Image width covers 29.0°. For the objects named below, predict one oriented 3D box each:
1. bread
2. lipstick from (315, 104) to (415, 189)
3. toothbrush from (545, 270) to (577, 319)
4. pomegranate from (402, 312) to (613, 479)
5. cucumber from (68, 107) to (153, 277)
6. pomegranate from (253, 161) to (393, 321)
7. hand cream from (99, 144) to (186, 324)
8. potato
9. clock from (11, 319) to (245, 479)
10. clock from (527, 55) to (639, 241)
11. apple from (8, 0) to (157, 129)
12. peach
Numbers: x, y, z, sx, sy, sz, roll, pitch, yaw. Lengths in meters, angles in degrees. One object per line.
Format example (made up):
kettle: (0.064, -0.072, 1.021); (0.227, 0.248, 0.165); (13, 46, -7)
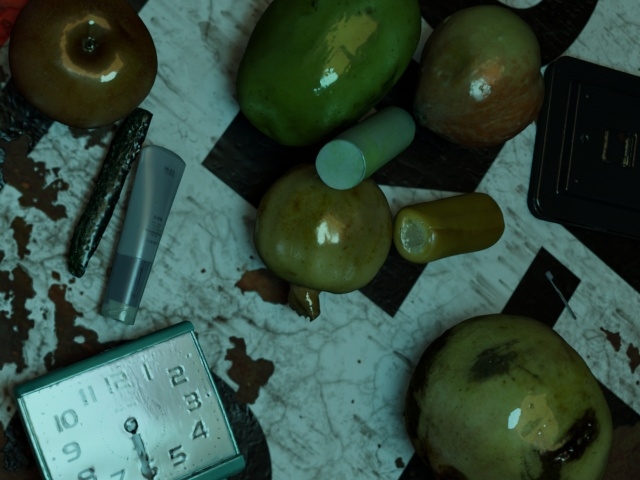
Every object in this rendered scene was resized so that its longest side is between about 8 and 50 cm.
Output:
bread: (0.201, -0.020, 1.883); (0.239, 0.074, 0.092); (-12, 97, -52)
lipstick: (0.071, -0.137, 1.780); (0.076, 0.304, 0.076); (4, 105, 16)
toothbrush: (0.399, 0.091, 2.050); (0.008, 0.006, 0.097); (-38, 103, -24)
pomegranate: (0.278, 0.263, 1.831); (0.322, 0.322, 0.322); (1, 87, -23)
cucumber: (-0.299, -0.069, 1.735); (0.044, 0.043, 0.256); (24, 79, -16)
pomegranate: (0.004, -0.016, 1.786); (0.207, 0.207, 0.207); (1, 87, -23)
hand cream: (-0.251, -0.008, 1.748); (0.079, 0.048, 0.255); (25, 76, -49)
potato: (0.013, -0.273, 1.793); (0.216, 0.216, 0.304); (36, 84, -18)
clock: (-0.267, 0.261, 1.705); (0.262, 0.116, 0.231); (-21, 91, -24)
clock: (0.485, -0.151, 2.075); (0.274, 0.049, 0.278); (10, 83, -22)
apple: (-0.317, -0.251, 1.670); (0.201, 0.162, 0.201); (0, 90, -24)
peach: (0.228, -0.241, 1.884); (0.233, 0.232, 0.232); (1, 87, -23)
